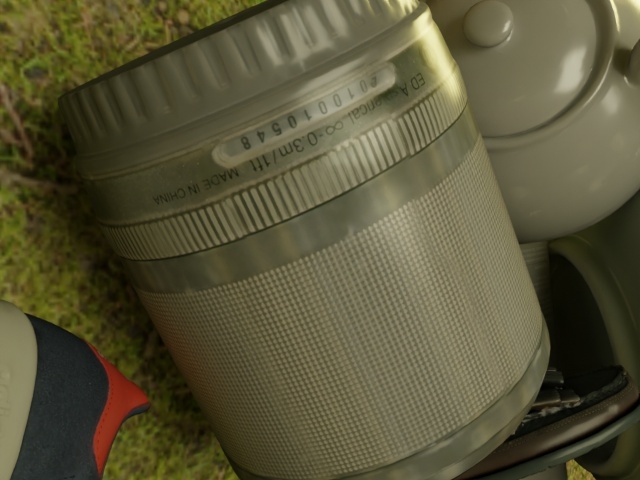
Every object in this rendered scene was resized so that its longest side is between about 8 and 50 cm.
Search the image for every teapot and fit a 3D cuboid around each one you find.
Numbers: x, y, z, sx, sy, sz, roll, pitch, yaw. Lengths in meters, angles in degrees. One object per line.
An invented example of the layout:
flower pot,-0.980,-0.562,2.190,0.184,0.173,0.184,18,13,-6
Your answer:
teapot,0.151,-0.124,0.573,0.252,0.256,0.187,60,11,23

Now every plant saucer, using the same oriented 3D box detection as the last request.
plant saucer,0.272,0.099,0.690,0.100,0.400,0.401,-8,94,-5

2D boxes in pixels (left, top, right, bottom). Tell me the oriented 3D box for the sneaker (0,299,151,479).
sneaker,-0.169,0.207,0.339,0.148,0.131,0.350,36,68,-52

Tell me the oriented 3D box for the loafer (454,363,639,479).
loafer,0.105,0.138,0.557,0.267,0.096,0.084,-22,86,-1

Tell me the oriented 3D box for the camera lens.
camera lens,0.000,0.000,0.452,0.219,0.219,0.274,-40,115,-39

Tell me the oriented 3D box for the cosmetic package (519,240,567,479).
cosmetic package,0.144,0.121,0.676,0.127,0.107,0.238,-4,93,-45
